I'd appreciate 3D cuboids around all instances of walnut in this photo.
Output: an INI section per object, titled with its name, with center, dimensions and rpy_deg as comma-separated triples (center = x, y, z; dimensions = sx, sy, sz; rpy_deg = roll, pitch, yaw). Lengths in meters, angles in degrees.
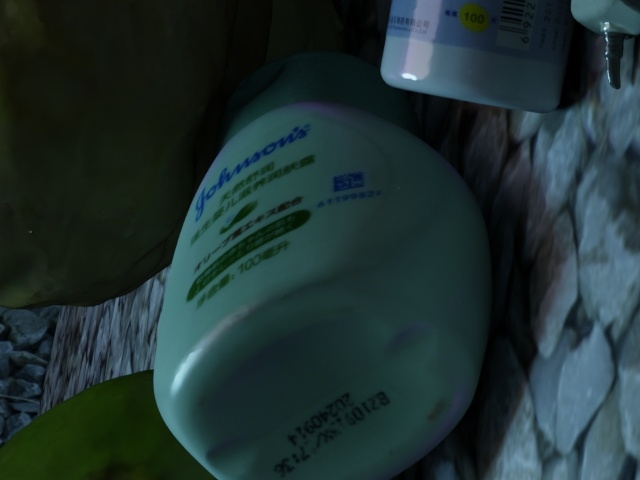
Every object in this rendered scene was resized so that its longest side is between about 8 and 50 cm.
[walnut]
center = -0.206, -0.133, 1.293
dimensions = 0.383, 0.383, 0.384
rpy_deg = -171, 90, -77

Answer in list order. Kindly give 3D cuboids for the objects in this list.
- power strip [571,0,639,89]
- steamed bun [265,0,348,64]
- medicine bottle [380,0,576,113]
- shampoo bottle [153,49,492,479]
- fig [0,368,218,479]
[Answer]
[power strip]
center = 0.159, -0.202, 0.912
dimensions = 0.060, 0.027, 0.253
rpy_deg = 171, 108, -76
[steamed bun]
center = -0.094, -0.139, 1.542
dimensions = 0.273, 0.166, 0.232
rpy_deg = -41, 61, 17
[medicine bottle]
center = 0.098, -0.169, 0.986
dimensions = 0.103, 0.102, 0.187
rpy_deg = -144, 64, -75
[shampoo bottle]
center = 0.000, 0.000, 1.134
dimensions = 0.222, 0.151, 0.349
rpy_deg = -36, 24, 20
[fig]
center = -0.100, 0.257, 1.191
dimensions = 0.316, 0.316, 0.316
rpy_deg = -171, 90, -77
